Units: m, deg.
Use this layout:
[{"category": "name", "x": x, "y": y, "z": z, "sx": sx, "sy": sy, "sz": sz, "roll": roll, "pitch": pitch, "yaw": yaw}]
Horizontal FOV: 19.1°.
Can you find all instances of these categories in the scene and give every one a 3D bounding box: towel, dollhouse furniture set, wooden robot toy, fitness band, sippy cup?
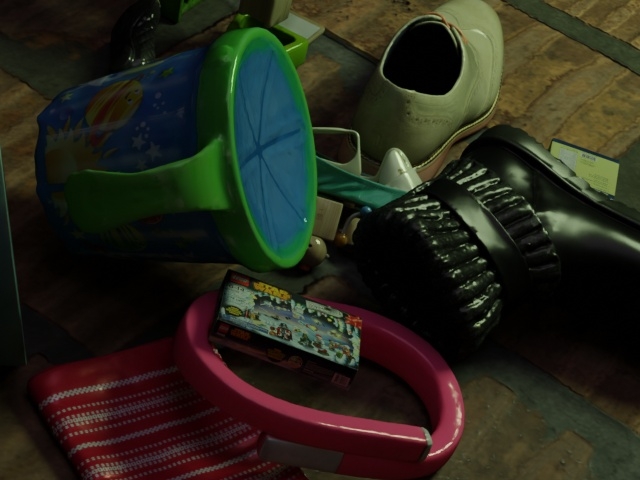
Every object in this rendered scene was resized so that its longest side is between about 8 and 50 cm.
[{"category": "towel", "x": -0.118, "y": 0.193, "z": 1.685, "sx": 0.199, "sy": 0.031, "sz": 0.275, "roll": -13, "pitch": 47, "yaw": -33}, {"category": "dollhouse furniture set", "x": -0.058, "y": -0.374, "z": 2.195, "sx": 0.197, "sy": 0.301, "sz": 0.151, "roll": 29, "pitch": 41, "yaw": 17}, {"category": "wooden robot toy", "x": 0.000, "y": 0.000, "z": 1.967, "sx": 0.173, "sy": 0.076, "sz": 0.079, "roll": 16, "pitch": 72, "yaw": -3}, {"category": "fitness band", "x": 0.002, "y": 0.128, "z": 1.763, "sx": 0.291, "sy": 0.054, "sz": 0.209, "roll": 13, "pitch": 33, "yaw": -23}, {"category": "sippy cup", "x": -0.145, "y": -0.076, "z": 1.831, "sx": 0.224, "sy": 0.305, "sz": 0.240, "roll": -7, "pitch": 67, "yaw": 18}]

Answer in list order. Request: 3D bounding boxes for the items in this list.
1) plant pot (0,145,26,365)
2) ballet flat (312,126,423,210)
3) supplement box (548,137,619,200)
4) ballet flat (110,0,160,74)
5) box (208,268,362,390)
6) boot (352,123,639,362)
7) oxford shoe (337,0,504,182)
[{"category": "plant pot", "x": -0.388, "y": -0.022, "z": 1.646, "sx": 0.235, "sy": 0.293, "sz": 0.293, "roll": -7, "pitch": 42, "yaw": -10}, {"category": "ballet flat", "x": 0.043, "y": -0.068, "z": 2.020, "sx": 0.247, "sy": 0.087, "sz": 0.083, "roll": 20, "pitch": 7, "yaw": 3}, {"category": "supplement box", "x": 0.288, "y": -0.060, "z": 2.149, "sx": 0.083, "sy": 0.056, "sz": 0.083, "roll": 19, "pitch": 37, "yaw": 1}, {"category": "ballet flat", "x": -0.208, "y": -0.224, "z": 2.169, "sx": 0.049, "sy": 0.057, "sz": 0.173, "roll": 49, "pitch": 27, "yaw": -29}, {"category": "box", "x": -0.030, "y": 0.081, "z": 1.738, "sx": 0.137, "sy": 0.027, "sz": 0.094, "roll": 20, "pitch": 27, "yaw": -8}, {"category": "boot", "x": 0.220, "y": 0.048, "z": 1.909, "sx": 0.348, "sy": 0.131, "sz": 0.260, "roll": 35, "pitch": 40, "yaw": 13}, {"category": "oxford shoe", "x": 0.144, "y": -0.201, "z": 2.190, "sx": 0.140, "sy": 0.146, "sz": 0.397, "roll": 22, "pitch": 37, "yaw": 6}]
